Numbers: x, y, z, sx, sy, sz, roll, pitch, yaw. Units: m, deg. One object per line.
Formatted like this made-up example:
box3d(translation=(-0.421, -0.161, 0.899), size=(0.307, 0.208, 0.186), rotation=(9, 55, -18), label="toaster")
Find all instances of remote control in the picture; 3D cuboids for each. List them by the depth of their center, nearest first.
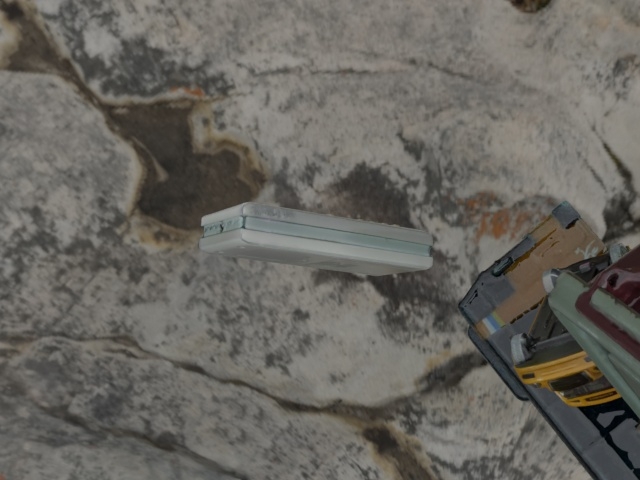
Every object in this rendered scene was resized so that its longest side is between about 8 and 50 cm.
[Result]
box3d(translation=(0.000, 0.000, 1.047), size=(0.277, 0.103, 0.055), rotation=(9, 78, -34), label="remote control")

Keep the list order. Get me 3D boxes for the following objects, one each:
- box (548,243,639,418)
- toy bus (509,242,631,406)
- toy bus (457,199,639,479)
box3d(translation=(0.269, 0.089, 0.401), size=(0.167, 0.193, 0.294), rotation=(-41, 109, 2), label="box")
box3d(translation=(0.198, 0.066, 0.632), size=(0.069, 0.162, 0.074), rotation=(-24, 102, 34), label="toy bus")
box3d(translation=(0.261, 0.114, 0.774), size=(0.167, 0.138, 0.275), rotation=(-39, 68, 8), label="toy bus")
